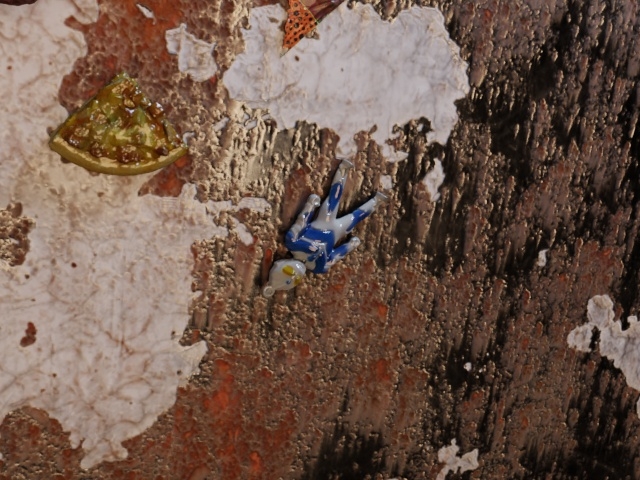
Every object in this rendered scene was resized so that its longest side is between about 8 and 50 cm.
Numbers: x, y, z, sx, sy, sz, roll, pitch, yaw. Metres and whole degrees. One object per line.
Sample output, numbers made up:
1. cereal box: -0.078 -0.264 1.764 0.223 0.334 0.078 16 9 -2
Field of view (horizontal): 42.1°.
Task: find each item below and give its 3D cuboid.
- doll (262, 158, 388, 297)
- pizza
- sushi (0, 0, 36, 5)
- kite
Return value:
1. doll: 0.000 0.000 1.208 0.227 0.057 0.114 -49 121 -3
2. pizza: -0.259 -0.146 1.063 0.175 0.046 0.134 -8 109 -19
3. sushi: -0.398 -0.357 0.876 0.270 0.171 0.237 5 105 -21
4. kite: 0.009 -0.359 1.127 0.125 0.008 0.222 -4 108 -23
